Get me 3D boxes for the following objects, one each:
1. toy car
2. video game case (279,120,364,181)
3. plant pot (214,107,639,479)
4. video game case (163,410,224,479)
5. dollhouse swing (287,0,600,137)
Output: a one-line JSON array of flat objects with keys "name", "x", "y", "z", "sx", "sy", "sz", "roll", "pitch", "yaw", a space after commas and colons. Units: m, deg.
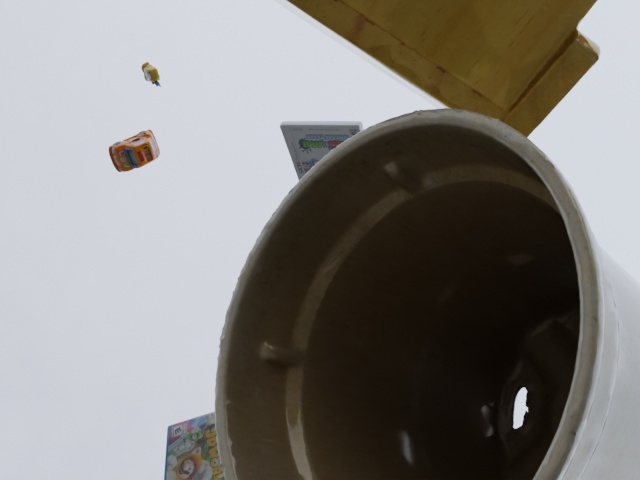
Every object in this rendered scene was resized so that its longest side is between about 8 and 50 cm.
[{"name": "toy car", "x": -0.206, "y": -0.135, "z": 1.006, "sx": 0.040, "sy": 0.060, "sz": 0.122, "roll": 29, "pitch": -56, "yaw": 56}, {"name": "video game case", "x": 0.018, "y": -0.144, "z": 1.567, "sx": 0.157, "sy": 0.019, "sz": 0.143, "roll": 4, "pitch": -49, "yaw": 30}, {"name": "plant pot", "x": 0.139, "y": 0.112, "z": 0.697, "sx": 0.334, "sy": 0.333, "sz": 0.305, "roll": -28, "pitch": -37, "yaw": 37}, {"name": "video game case", "x": -0.092, "y": 0.228, "z": 0.951, "sx": 0.166, "sy": 0.119, "sz": 0.015, "roll": -20, "pitch": -44, "yaw": 18}, {"name": "dollhouse swing", "x": 0.098, "y": -0.308, "z": 0.801, "sx": 0.347, "sy": 0.315, "sz": 0.305, "roll": 30, "pitch": -80, "yaw": -14}]
